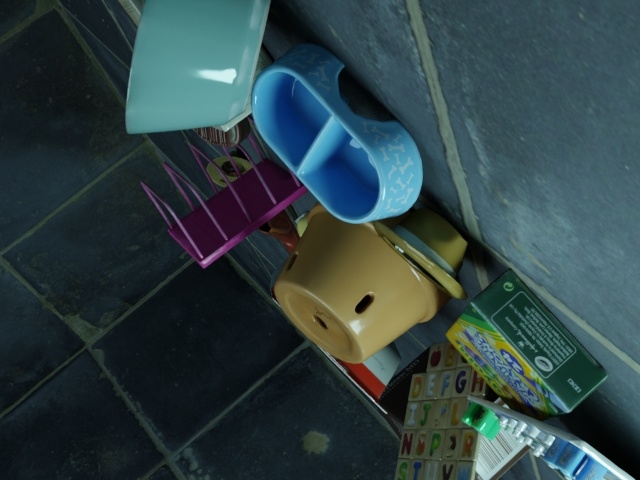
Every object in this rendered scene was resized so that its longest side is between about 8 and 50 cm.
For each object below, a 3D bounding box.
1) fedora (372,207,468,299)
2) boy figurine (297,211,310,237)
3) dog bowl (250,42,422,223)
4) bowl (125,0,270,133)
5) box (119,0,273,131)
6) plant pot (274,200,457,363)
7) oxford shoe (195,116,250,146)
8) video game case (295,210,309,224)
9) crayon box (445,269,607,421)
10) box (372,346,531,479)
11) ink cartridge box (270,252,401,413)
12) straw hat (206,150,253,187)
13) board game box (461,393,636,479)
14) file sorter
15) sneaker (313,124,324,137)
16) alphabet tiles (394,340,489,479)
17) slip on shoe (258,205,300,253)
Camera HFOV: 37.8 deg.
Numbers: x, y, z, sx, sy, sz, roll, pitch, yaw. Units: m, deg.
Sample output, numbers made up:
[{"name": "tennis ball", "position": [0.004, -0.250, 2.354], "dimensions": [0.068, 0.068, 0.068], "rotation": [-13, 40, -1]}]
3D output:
[{"name": "fedora", "position": [0.165, 0.008, 1.400], "dimensions": [0.194, 0.079, 0.194], "rotation": [41, 179, 1]}, {"name": "boy figurine", "position": [0.061, 0.052, 2.032], "dimensions": [0.285, 0.092, 0.177], "rotation": [49, 171, 11]}, {"name": "dog bowl", "position": [0.014, -0.147, 1.340], "dimensions": [0.297, 0.074, 0.166], "rotation": [48, 136, 13]}, {"name": "bowl", "position": [-0.169, -0.289, 1.360], "dimensions": [0.163, 0.311, 0.311], "rotation": [13, 173, -8]}, {"name": "box", "position": [-0.210, -0.353, 1.607], "dimensions": [0.311, 0.148, 0.121], "rotation": [56, 170, -20]}, {"name": "plant pot", "position": [0.057, 0.072, 1.610], "dimensions": [0.291, 0.203, 0.291], "rotation": [36, 157, 18]}, {"name": "oxford shoe", "position": [-0.223, -0.300, 1.960], "dimensions": [0.348, 0.130, 0.123], "rotation": [42, 137, 43]}, {"name": "video game case", "position": [0.000, 0.000, 2.314], "dimensions": [0.157, 0.019, 0.143], "rotation": [51, 170, -2]}, {"name": "crayon box", "position": [0.302, 0.179, 1.451], "dimensions": [0.203, 0.083, 0.323], "rotation": [49, 171, 12]}, {"name": "box", "position": [0.273, 0.362, 1.945], "dimensions": [0.143, 0.191, 0.381], "rotation": [53, 169, -14]}, {"name": "ink cartridge box", "position": [0.035, 0.166, 1.865], "dimensions": [0.308, 0.091, 0.385], "rotation": [46, -179, -5]}, {"name": "straw hat", "position": [-0.229, -0.200, 2.461], "dimensions": [0.144, 0.144, 0.061], "rotation": [64, -155, -53]}, {"name": "board game box", "position": [0.436, 0.395, 1.459], "dimensions": [0.390, 0.050, 0.390], "rotation": [37, 172, -10]}, {"name": "file sorter", "position": [-0.222, -0.125, 2.074], "dimensions": [0.202, 0.290, 0.182], "rotation": [38, 161, 52]}, {"name": "sneaker", "position": [0.024, -0.171, 1.505], "dimensions": [0.097, 0.084, 0.234], "rotation": [19, 171, -11]}, {"name": "alphabet tiles", "position": [0.223, 0.352, 1.748], "dimensions": [0.011, 0.342, 0.285], "rotation": [18, 163, -18]}, {"name": "slip on shoe", "position": [-0.120, -0.056, 2.414], "dimensions": [0.123, 0.101, 0.331], "rotation": [41, 168, 35]}]
